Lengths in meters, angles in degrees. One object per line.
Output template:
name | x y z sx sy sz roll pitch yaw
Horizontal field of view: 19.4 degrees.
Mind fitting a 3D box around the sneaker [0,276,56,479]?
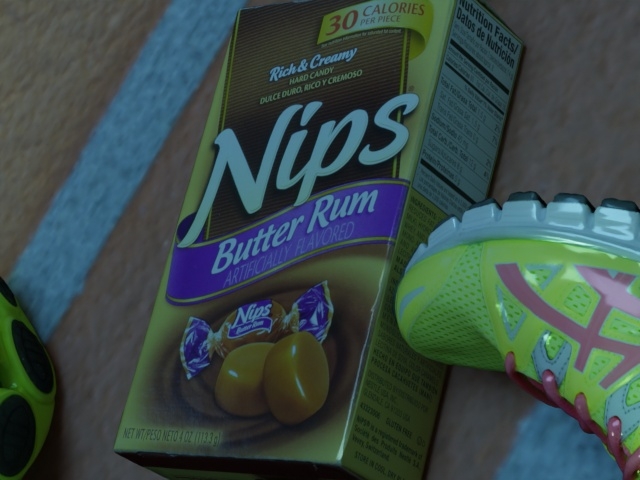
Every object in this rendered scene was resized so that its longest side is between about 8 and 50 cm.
sneaker | -0.180 0.121 0.724 0.123 0.109 0.295 -26 47 32

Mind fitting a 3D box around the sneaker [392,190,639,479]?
sneaker | 0.103 0.043 0.563 0.208 0.081 0.094 5 72 40

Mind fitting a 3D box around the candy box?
candy box | 0.000 0.000 0.690 0.109 0.053 0.186 -2 63 39
